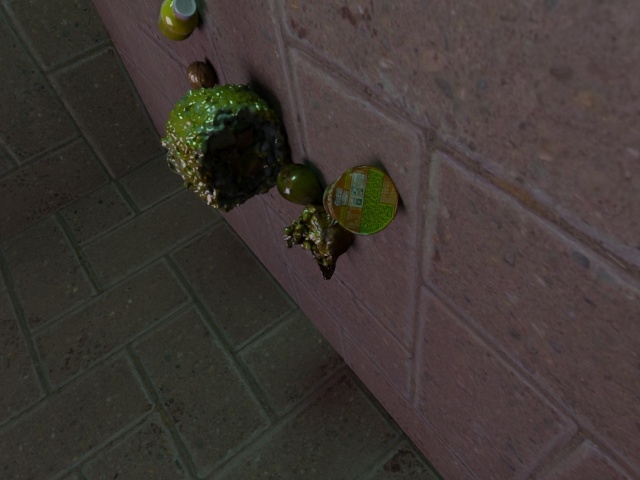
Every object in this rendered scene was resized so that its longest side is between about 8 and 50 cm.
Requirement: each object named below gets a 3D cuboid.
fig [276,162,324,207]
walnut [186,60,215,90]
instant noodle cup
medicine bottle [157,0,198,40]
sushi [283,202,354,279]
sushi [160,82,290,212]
[{"bbox_3d":[-0.042,-0.172,1.522,0.132,0.184,0.127,13,96,59],"label":"fig"},{"bbox_3d":[-0.445,-0.609,1.811,0.105,0.105,0.124,49,166,23],"label":"walnut"},{"bbox_3d":[0.083,-0.099,1.201,0.169,0.168,0.185,60,171,-12],"label":"instant noodle cup"},{"bbox_3d":[-0.451,-0.726,1.557,0.122,0.121,0.212,62,162,-20],"label":"medicine bottle"},{"bbox_3d":[-0.001,-0.003,1.555,0.167,0.179,0.296,44,162,19],"label":"sushi"},{"bbox_3d":[-0.302,-0.292,1.544,0.240,0.351,0.397,46,163,31],"label":"sushi"}]
